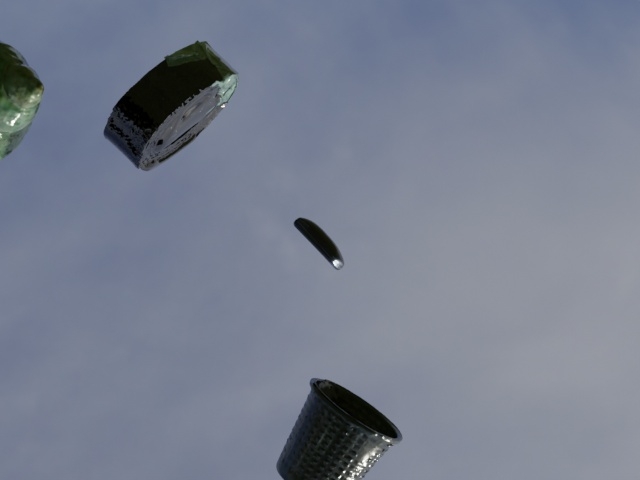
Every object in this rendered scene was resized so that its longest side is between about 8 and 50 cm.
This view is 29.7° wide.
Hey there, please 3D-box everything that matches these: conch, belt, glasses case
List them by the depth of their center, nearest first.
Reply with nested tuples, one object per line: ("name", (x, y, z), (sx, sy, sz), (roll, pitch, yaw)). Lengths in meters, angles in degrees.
("conch", (-0.396, -0.150, 1.332), (0.188, 0.176, 0.122), (-32, -127, 4))
("glasses case", (0.000, 0.000, 1.486), (0.023, 0.033, 0.083), (-43, -117, -2))
("belt", (-0.186, -0.178, 1.547), (0.078, 0.151, 0.198), (43, -130, 7))

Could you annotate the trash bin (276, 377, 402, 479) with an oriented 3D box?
("trash bin", (0.016, 0.329, 1.917), (0.175, 0.161, 0.175), (33, -176, -3))
